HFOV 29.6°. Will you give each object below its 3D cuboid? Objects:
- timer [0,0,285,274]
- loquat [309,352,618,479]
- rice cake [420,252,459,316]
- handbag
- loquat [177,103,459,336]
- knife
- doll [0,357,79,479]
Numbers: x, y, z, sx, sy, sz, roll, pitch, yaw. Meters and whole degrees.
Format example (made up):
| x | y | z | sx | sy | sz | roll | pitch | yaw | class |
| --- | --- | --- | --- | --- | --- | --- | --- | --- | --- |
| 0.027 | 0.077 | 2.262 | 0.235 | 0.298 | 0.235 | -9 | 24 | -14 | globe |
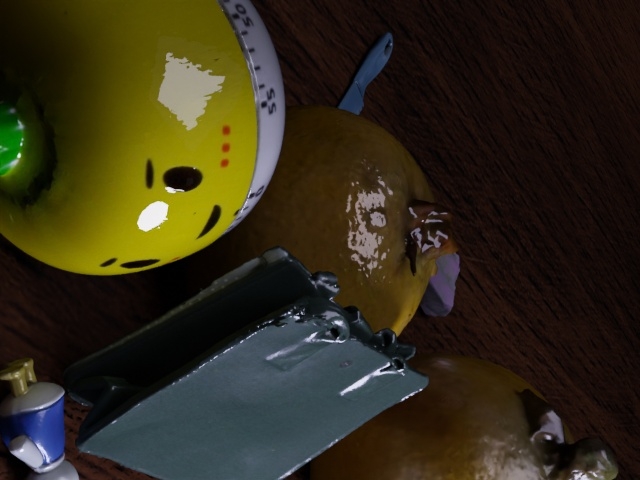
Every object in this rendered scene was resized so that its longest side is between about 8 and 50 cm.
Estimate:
| x | y | z | sx | sy | sz | roll | pitch | yaw | class |
| --- | --- | --- | --- | --- | --- | --- | --- | --- | --- |
| -0.189 | -0.090 | 0.898 | 0.285 | 0.285 | 0.285 | 25 | 61 | -58 | timer |
| 0.165 | 0.279 | 1.355 | 0.328 | 0.359 | 0.328 | 33 | 46 | -43 | loquat |
| 0.115 | -0.017 | 1.651 | 0.298 | 0.050 | 0.106 | 54 | 37 | -42 | rice cake |
| -0.058 | 0.129 | 1.061 | 0.247 | 0.260 | 0.079 | 37 | 29 | -51 | handbag |
| 0.000 | 0.000 | 1.210 | 0.275 | 0.275 | 0.275 | 25 | 61 | -58 | loquat |
| 0.047 | -0.193 | 1.612 | 0.313 | 0.019 | 0.044 | -60 | 136 | -47 | knife |
| -0.222 | 0.165 | 0.965 | 0.099 | 0.058 | 0.143 | -71 | 148 | -75 | doll |
